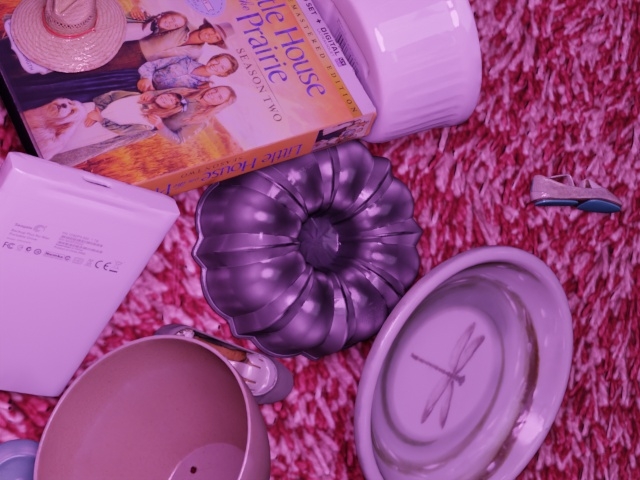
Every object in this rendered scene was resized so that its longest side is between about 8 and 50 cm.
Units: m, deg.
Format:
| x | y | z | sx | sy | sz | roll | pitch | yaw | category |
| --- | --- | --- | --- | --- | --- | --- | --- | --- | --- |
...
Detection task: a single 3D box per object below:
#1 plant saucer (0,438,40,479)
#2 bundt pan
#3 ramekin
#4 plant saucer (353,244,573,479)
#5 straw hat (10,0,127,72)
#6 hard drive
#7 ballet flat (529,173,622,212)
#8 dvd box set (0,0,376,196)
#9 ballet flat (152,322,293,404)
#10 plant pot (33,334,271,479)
| x | y | z | sx | sy | sz | roll | pitch | yaw | category |
| --- | --- | --- | --- | --- | --- | --- | --- | --- | --- |
| -0.370 | 0.305 | 1.314 | 0.119 | 0.021 | 0.119 | 1 | 87 | -24 | plant saucer |
| 0.000 | 0.000 | 1.446 | 0.330 | 0.124 | 0.331 | 2 | 86 | -24 | bundt pan |
| 0.084 | -0.264 | 1.422 | 0.135 | 0.277 | 0.277 | -22 | 96 | -16 | ramekin |
| 0.184 | 0.190 | 1.496 | 0.400 | 0.100 | 0.401 | -13 | 113 | -35 | plant saucer |
| -0.296 | -0.274 | 1.268 | 0.144 | 0.061 | 0.145 | 7 | 59 | -11 | straw hat |
| -0.321 | 0.051 | 1.213 | 0.203 | 0.040 | 0.307 | 16 | 123 | -37 | hard drive |
| 0.404 | -0.077 | 1.675 | 0.168 | 0.057 | 0.052 | 5 | 76 | -25 | ballet flat |
| -0.179 | -0.208 | 1.335 | 0.420 | 0.062 | 0.308 | -19 | 68 | -24 | dvd box set |
| -0.121 | 0.168 | 1.410 | 0.213 | 0.068 | 0.072 | 24 | 78 | -22 | ballet flat |
| -0.172 | 0.281 | 1.298 | 0.284 | 0.284 | 0.191 | -61 | 146 | -15 | plant pot |
